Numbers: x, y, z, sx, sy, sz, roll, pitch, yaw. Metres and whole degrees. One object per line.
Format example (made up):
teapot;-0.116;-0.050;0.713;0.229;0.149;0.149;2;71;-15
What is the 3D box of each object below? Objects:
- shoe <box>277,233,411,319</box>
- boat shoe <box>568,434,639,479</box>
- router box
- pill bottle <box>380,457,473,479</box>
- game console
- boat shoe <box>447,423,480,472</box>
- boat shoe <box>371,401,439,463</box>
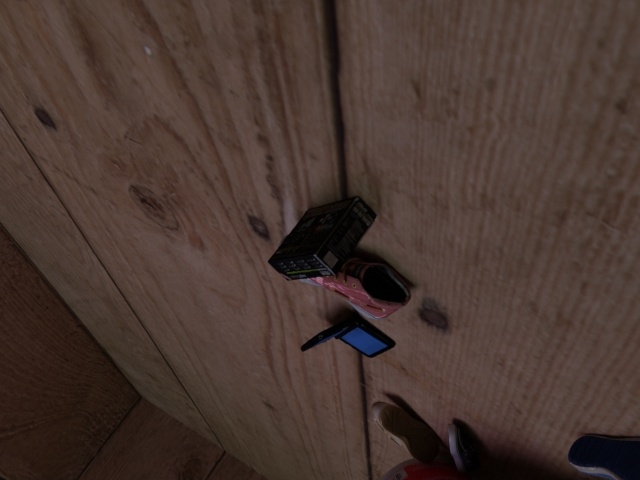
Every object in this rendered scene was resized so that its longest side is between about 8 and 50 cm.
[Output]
shoe;0.032;0.039;0.974;0.178;0.063;0.081;33;155;-7
boat shoe;0.398;0.288;0.947;0.066;0.066;0.183;37;167;-15
router box;0.000;0.000;0.903;0.038;0.092;0.122;44;155;-19
pill bottle;0.215;0.526;1.272;0.229;0.229;0.408;37;177;-2
game console;0.040;0.167;1.189;0.071;0.107;0.122;63;158;10
boat shoe;0.246;0.355;1.295;0.040;0.049;0.142;-10;137;13
boat shoe;0.155;0.347;1.384;0.170;0.063;0.059;48;168;-27
